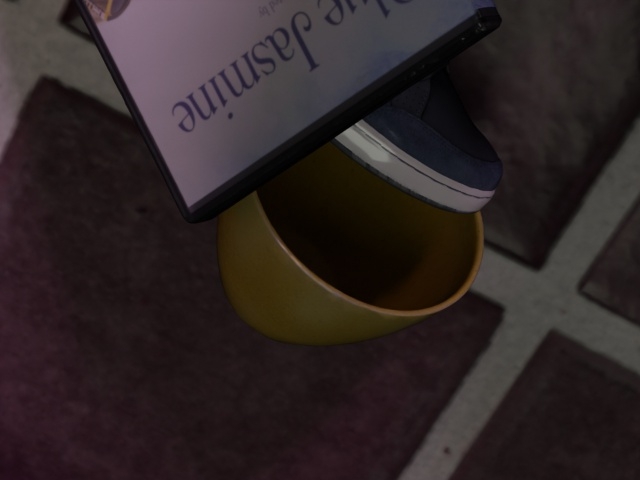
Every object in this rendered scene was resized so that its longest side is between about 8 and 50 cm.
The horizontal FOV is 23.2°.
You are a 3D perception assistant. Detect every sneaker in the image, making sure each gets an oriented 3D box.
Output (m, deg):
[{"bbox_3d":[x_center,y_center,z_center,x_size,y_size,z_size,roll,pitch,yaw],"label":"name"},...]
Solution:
[{"bbox_3d":[0.041,-0.134,0.712,0.163,0.086,0.226,-42,93,23],"label":"sneaker"}]

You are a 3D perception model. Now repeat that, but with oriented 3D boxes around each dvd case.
[{"bbox_3d":[-0.051,-0.156,0.682,0.180,0.022,0.253,-32,82,33],"label":"dvd case"}]

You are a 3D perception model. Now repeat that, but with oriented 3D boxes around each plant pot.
[{"bbox_3d":[0.000,0.000,0.782,0.134,0.134,0.095,35,136,-10],"label":"plant pot"}]
